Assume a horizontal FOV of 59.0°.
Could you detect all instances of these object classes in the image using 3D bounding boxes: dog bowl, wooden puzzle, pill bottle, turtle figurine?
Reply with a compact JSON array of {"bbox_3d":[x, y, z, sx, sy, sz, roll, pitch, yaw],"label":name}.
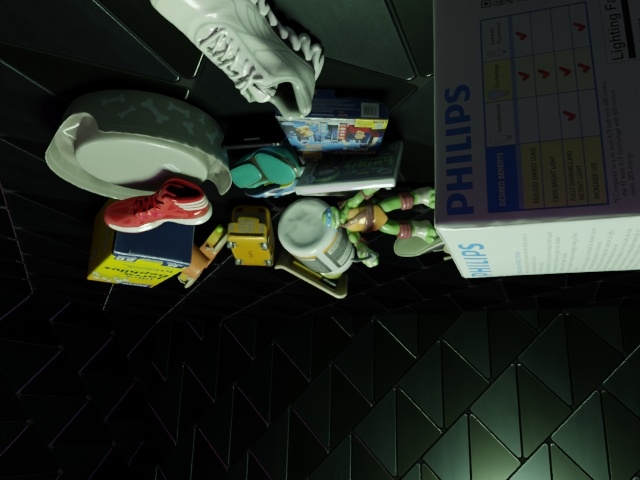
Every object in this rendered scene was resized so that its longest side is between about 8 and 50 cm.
[{"bbox_3d":[-0.346,-0.176,1.118,0.349,0.102,0.349,1,164,0],"label":"dog bowl"},{"bbox_3d":[-0.021,0.094,1.830,0.239,0.044,0.221,24,-166,-3],"label":"wooden puzzle"},{"bbox_3d":[0.000,0.000,1.561,0.162,0.162,0.278,-3,162,16],"label":"pill bottle"},{"bbox_3d":[0.153,-0.045,1.307,0.266,0.197,0.274,-5,167,-16],"label":"turtle figurine"}]

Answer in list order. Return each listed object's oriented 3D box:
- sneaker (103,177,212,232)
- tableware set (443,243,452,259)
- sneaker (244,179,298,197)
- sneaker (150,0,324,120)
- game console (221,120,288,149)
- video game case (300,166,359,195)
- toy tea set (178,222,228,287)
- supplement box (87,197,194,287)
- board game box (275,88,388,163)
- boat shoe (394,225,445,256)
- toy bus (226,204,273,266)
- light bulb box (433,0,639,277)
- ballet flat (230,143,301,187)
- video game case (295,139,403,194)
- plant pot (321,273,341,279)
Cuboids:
[{"bbox_3d":[-0.338,-0.083,1.146,0.221,0.087,0.128,-9,156,-7],"label":"sneaker"},{"bbox_3d":[0.434,-0.011,1.579,0.194,0.039,0.128,-14,149,0],"label":"tableware set"},{"bbox_3d":[-0.114,-0.126,1.345,0.144,0.053,0.059,-5,164,25],"label":"sneaker"},{"bbox_3d":[-0.104,-0.265,0.779,0.110,0.118,0.292,-11,158,41],"label":"sneaker"},{"bbox_3d":[-0.117,-0.192,1.104,0.122,0.107,0.071,-3,134,12],"label":"game console"},{"bbox_3d":[0.030,-0.139,1.347,0.157,0.019,0.143,1,164,0],"label":"video game case"},{"bbox_3d":[-0.398,0.035,1.761,0.124,0.200,0.336,39,155,-6],"label":"toy tea set"},{"bbox_3d":[-0.493,-0.004,1.541,0.194,0.195,0.356,12,161,-29],"label":"supplement box"},{"bbox_3d":[0.016,-0.206,1.056,0.194,0.060,0.194,2,164,-2],"label":"board game box"},{"bbox_3d":[0.323,0.006,1.688,0.233,0.084,0.079,-18,154,42],"label":"boat shoe"},{"bbox_3d":[-0.192,-0.007,1.612,0.108,0.130,0.332,3,163,-1],"label":"toy bus"},{"bbox_3d":[0.333,-0.154,0.687,0.361,0.357,0.225,-4,160,20],"label":"light bulb box"},{"bbox_3d":[-0.100,-0.161,1.157,0.247,0.087,0.083,-1,128,55],"label":"ballet flat"},{"bbox_3d":[0.060,-0.146,1.110,0.190,0.173,0.022,-3,122,16],"label":"video game case"},{"bbox_3d":[0.039,0.043,1.791,0.134,0.134,0.095,18,125,-42],"label":"plant pot"}]
